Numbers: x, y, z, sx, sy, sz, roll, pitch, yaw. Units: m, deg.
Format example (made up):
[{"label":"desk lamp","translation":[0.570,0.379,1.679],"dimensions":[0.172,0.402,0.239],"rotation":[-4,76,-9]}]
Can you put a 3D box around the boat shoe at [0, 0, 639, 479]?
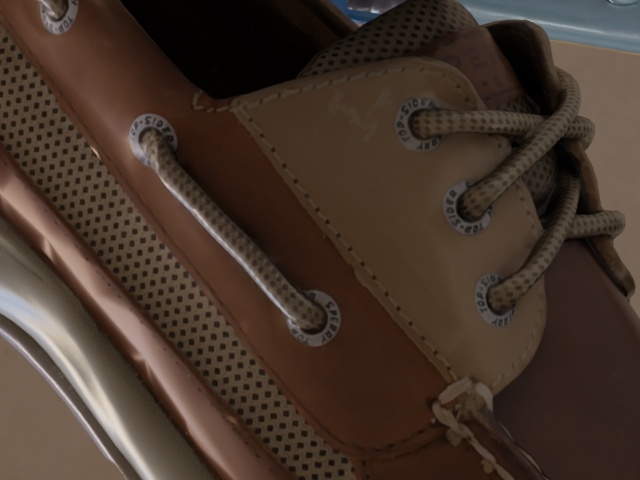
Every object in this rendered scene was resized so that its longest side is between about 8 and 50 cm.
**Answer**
[{"label":"boat shoe","translation":[0.008,0.002,0.368],"dimensions":[0.324,0.116,0.123],"rotation":[36,-155,11]}]

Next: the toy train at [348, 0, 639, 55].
[{"label":"toy train","translation":[0.095,-0.180,0.907],"dimensions":[0.334,0.142,0.190],"rotation":[9,-151,-8]}]

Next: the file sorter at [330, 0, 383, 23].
[{"label":"file sorter","translation":[0.000,0.000,0.598],"dimensions":[0.104,0.170,0.118],"rotation":[2,-175,-36]}]
